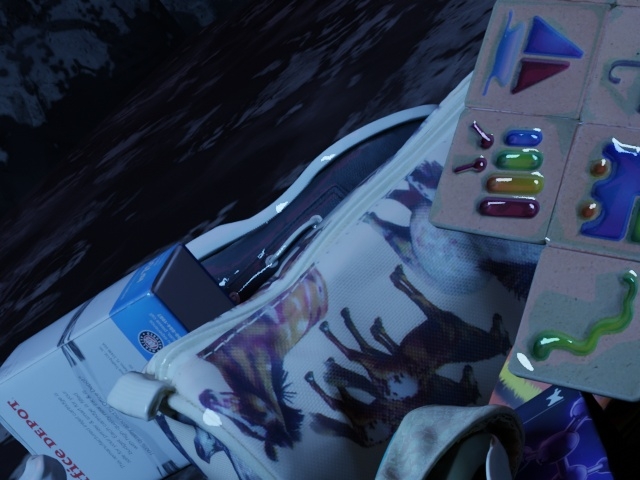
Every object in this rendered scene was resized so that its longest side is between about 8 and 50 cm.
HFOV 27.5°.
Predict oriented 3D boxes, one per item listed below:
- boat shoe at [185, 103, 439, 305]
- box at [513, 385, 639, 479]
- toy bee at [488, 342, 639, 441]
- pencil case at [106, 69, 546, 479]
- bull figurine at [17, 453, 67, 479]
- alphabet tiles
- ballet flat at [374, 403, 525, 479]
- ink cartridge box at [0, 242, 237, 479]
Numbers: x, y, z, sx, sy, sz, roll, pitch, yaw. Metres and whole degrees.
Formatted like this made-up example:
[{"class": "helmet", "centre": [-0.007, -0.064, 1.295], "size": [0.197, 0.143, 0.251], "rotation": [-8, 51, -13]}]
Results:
[{"class": "boat shoe", "centre": [0.000, 0.000, 1.108], "size": [0.302, 0.091, 0.114], "rotation": [-36, -27, 15]}, {"class": "box", "centre": [0.030, 0.193, 0.509], "size": [0.261, 0.103, 0.184], "rotation": [-35, 14, 13]}, {"class": "toy bee", "centre": [0.175, -0.027, 0.615], "size": [0.195, 0.162, 0.298], "rotation": [14, 65, 20]}, {"class": "pencil case", "centre": [0.078, 0.004, 0.761], "size": [0.410, 0.183, 0.160], "rotation": [-44, 18, -13]}, {"class": "bull figurine", "centre": [-0.160, 0.235, 0.793], "size": [0.188, 0.101, 0.310], "rotation": [-26, 24, 18]}, {"class": "alphabet tiles", "centre": [0.218, -0.058, 0.515], "size": [0.342, 0.011, 0.285], "rotation": [10, 75, 31]}, {"class": "ballet flat", "centre": [0.033, 0.111, 0.449], "size": [0.052, 0.057, 0.168], "rotation": [-15, 27, 31]}, {"class": "ink cartridge box", "centre": [-0.144, 0.110, 1.023], "size": [0.190, 0.140, 0.082], "rotation": [-30, 20, 28]}]
